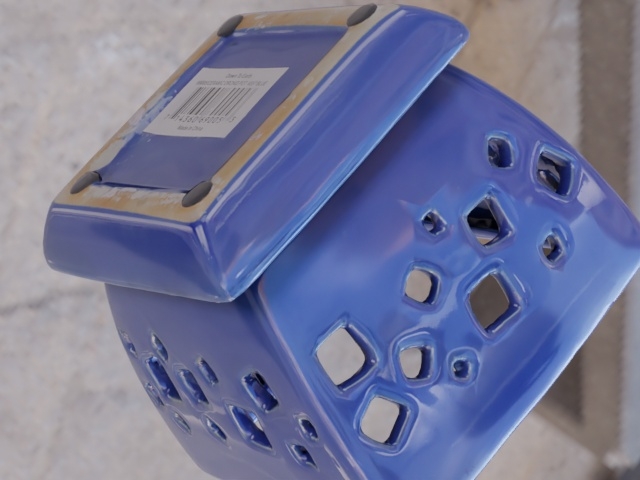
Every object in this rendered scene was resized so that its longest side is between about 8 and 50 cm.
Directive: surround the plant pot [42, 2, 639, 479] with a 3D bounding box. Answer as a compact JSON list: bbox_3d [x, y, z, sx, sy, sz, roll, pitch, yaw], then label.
[{"bbox_3d":[0.000,0.000,1.004,0.236,0.236,0.212,-49,118,-20],"label":"plant pot"}]
